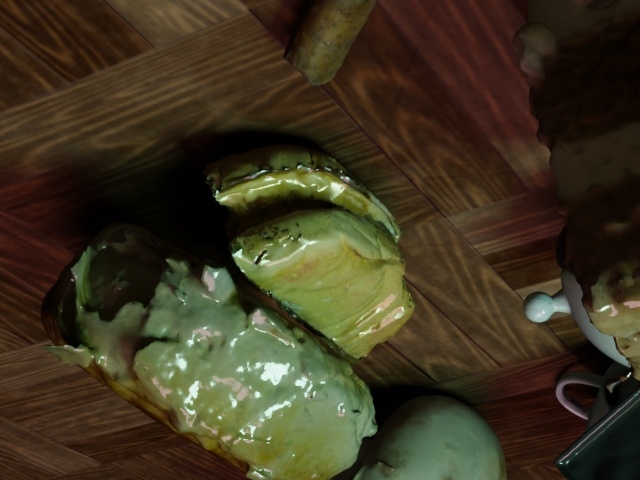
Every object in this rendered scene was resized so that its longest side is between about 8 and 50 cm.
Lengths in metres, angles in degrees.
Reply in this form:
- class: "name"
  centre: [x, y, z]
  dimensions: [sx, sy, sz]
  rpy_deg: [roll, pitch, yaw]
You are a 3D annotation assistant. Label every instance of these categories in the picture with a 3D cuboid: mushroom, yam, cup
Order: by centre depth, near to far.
- class: "yam"
  centre: [0.040, -0.211, 0.765]
  dimensions: [0.045, 0.045, 0.327]
  rpy_deg: [-13, 155, -26]
- class: "cup"
  centre: [0.354, 0.190, 1.415]
  dimensions: [0.099, 0.136, 0.133]
  rpy_deg: [-34, 153, -17]
- class: "mushroom"
  centre: [0.067, 0.296, 1.456]
  dimensions: [0.290, 0.297, 0.297]
  rpy_deg: [35, 150, 11]

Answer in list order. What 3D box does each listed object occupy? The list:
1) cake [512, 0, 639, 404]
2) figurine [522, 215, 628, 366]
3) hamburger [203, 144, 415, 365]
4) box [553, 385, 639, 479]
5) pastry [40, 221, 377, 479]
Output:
- class: "cake"
  centre: [0.298, -0.059, 0.788]
  dimensions: [0.282, 0.290, 0.256]
  rpy_deg: [-16, 148, 22]
- class: "figurine"
  centre: [0.367, 0.049, 1.039]
  dimensions: [0.370, 0.167, 0.281]
  rpy_deg: [13, -179, 6]
- class: "hamburger"
  centre: [0.000, 0.000, 1.059]
  dimensions: [0.131, 0.124, 0.262]
  rpy_deg: [-33, 146, 9]
- class: "box"
  centre: [0.462, 0.236, 1.216]
  dimensions: [0.345, 0.251, 0.204]
  rpy_deg: [-46, 130, 15]
- class: "pastry"
  centre: [-0.096, 0.107, 1.062]
  dimensions: [0.330, 0.136, 0.329]
  rpy_deg: [34, 172, 6]
